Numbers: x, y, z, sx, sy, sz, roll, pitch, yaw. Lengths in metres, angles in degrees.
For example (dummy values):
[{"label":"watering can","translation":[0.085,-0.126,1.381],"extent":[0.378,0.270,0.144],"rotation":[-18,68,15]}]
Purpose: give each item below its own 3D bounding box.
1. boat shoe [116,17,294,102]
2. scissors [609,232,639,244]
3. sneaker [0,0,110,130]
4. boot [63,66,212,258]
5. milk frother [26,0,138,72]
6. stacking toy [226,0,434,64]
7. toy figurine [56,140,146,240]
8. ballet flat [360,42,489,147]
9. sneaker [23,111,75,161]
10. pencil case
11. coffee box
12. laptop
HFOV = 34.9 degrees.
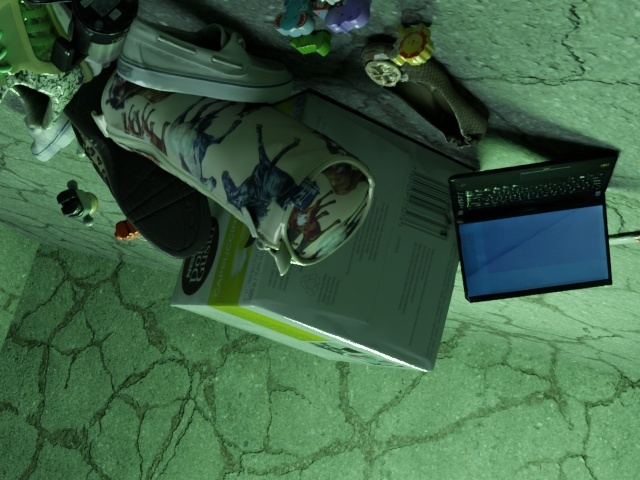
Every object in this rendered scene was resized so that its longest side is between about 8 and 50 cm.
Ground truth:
[{"label":"boat shoe","translation":[-0.140,-0.244,1.347],"extent":[0.268,0.088,0.096],"rotation":[2,-153,-36]},{"label":"scissors","translation":[0.551,-0.001,1.690],"extent":[0.109,0.021,0.297],"rotation":[16,167,-7]},{"label":"sneaker","translation":[-0.436,-0.274,1.386],"extent":[0.158,0.182,0.410],"rotation":[10,165,24]},{"label":"boot","translation":[-0.312,-0.126,1.728],"extent":[0.377,0.138,0.284],"rotation":[52,172,1]},{"label":"milk frother","translation":[-0.321,-0.308,1.337],"extent":[0.143,0.129,0.135],"rotation":[61,162,-1]},{"label":"stacking toy","translation":[0.000,-0.258,1.184],"extent":[0.221,0.052,0.167],"rotation":[7,165,41]},{"label":"toy figurine","translation":[-0.402,-0.113,2.047],"extent":[0.210,0.213,0.148],"rotation":[18,-175,8]},{"label":"ballet flat","translation":[0.138,-0.183,1.323],"extent":[0.084,0.058,0.250],"rotation":[5,164,42]},{"label":"sneaker","translation":[-0.545,-0.228,2.038],"extent":[0.091,0.094,0.258],"rotation":[40,156,-18]},{"label":"pencil case","translation":[-0.131,-0.122,1.415],"extent":[0.410,0.183,0.159],"rotation":[33,144,30]},{"label":"coffee box","translation":[0.000,0.000,1.675],"extent":[0.338,0.337,0.334],"rotation":[22,167,-26]},{"label":"laptop","translation":[0.318,-0.012,1.505],"extent":[0.234,0.136,0.264],"rotation":[-8,164,7]}]
